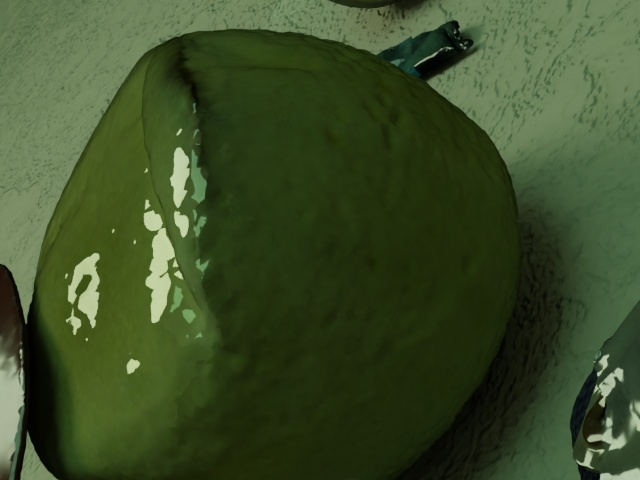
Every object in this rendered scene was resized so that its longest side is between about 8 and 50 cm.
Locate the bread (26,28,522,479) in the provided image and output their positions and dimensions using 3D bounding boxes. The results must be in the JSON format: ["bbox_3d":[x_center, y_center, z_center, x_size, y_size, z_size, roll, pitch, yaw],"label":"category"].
[{"bbox_3d":[-0.032,0.026,0.990,0.320,0.237,0.320,-53,23,33],"label":"bread"}]

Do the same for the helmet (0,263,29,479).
[{"bbox_3d":[-0.311,0.178,1.039,0.385,0.230,0.338,116,156,-60],"label":"helmet"}]

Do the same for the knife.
[{"bbox_3d":[0.003,-0.098,1.316,0.296,0.026,0.044,-30,44,34],"label":"knife"}]

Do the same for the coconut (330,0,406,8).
[{"bbox_3d":[0.034,-0.277,1.361,0.161,0.161,0.162,-39,37,20],"label":"coconut"}]

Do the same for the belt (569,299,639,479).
[{"bbox_3d":[0.207,0.064,0.654,0.230,0.139,0.126,-38,27,18],"label":"belt"}]
